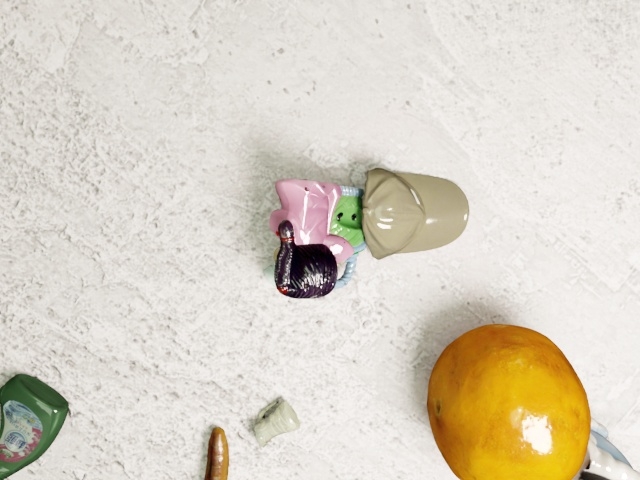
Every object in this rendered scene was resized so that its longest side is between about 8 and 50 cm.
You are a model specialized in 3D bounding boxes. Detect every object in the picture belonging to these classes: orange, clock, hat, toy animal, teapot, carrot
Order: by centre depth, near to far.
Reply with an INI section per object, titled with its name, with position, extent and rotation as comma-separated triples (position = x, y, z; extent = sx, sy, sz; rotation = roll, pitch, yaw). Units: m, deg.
[orange]
position = 0.298, 0.277, 0.956
extent = 0.226, 0.284, 0.283
rotation = 0, 96, -11
[clock]
position = 0.000, 0.000, 0.978
extent = 0.194, 0.100, 0.195
rotation = 5, 86, -46
[hat]
position = 0.167, -0.049, 1.006
extent = 0.174, 0.144, 0.166
rotation = -3, 94, 15
[toy animal]
position = 0.458, 0.411, 1.021
extent = 0.156, 0.204, 0.208
rotation = 12, 114, -16
[teapot]
position = -0.085, 0.335, 1.071
extent = 0.083, 0.057, 0.067
rotation = -34, 58, 5
[carrot]
position = -0.189, 0.413, 1.077
extent = 0.048, 0.048, 0.139
rotation = 5, 94, -2

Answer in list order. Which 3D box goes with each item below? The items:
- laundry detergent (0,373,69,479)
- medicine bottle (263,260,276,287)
[laundry detergent]
position = -0.560, 0.353, 1.056
extent = 0.137, 0.063, 0.210
rotation = 35, 96, -1
[medicine bottle]
position = -0.058, 0.046, 1.043
extent = 0.083, 0.047, 0.047
rotation = -35, 95, 2
